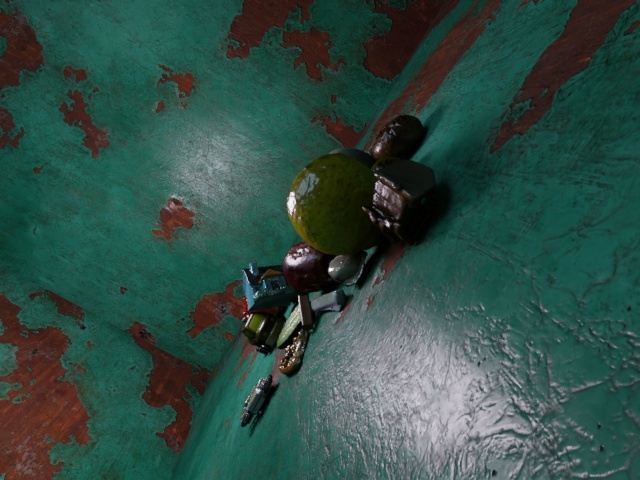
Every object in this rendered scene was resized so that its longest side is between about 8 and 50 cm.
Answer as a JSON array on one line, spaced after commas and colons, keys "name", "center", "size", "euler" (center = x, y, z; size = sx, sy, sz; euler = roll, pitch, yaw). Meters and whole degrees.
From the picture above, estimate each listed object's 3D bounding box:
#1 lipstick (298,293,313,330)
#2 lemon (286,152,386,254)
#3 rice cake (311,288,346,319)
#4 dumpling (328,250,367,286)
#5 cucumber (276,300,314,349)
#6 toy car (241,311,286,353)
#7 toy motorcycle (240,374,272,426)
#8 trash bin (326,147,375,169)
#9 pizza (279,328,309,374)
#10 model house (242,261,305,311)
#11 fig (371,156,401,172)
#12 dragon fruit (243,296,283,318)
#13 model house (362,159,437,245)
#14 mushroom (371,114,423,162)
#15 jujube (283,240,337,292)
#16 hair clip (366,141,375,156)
[{"name": "lipstick", "center": [-0.058, 0.281, 1.755], "size": [0.045, 0.045, 0.145], "euler": [88, 173, -45]}, {"name": "lemon", "center": [0.067, -0.115, 1.528], "size": [0.350, 0.387, 0.350], "euler": [-40, -17, -15]}, {"name": "rice cake", "center": [0.029, 0.235, 1.642], "size": [0.290, 0.051, 0.081], "euler": [139, 126, -65]}, {"name": "dumpling", "center": [0.103, 0.090, 1.545], "size": [0.150, 0.092, 0.176], "euler": [-38, 5, 2]}, {"name": "cucumber", "center": [-0.106, 0.364, 1.865], "size": [0.244, 0.063, 0.115], "euler": [-54, 23, 24]}, {"name": "toy car", "center": [-0.310, 0.448, 2.277], "size": [0.204, 0.198, 0.248], "euler": [-65, 9, -28]}, {"name": "toy motorcycle", "center": [-0.255, 0.631, 1.783], "size": [0.228, 0.074, 0.151], "euler": [-61, 7, -5]}, {"name": "trash bin", "center": [0.102, -0.200, 1.948], "size": [0.280, 0.280, 0.432], "euler": [-48, 17, 51]}, {"name": "pizza", "center": [-0.097, 0.417, 1.700], "size": [0.185, 0.052, 0.195], "euler": [-37, 23, 59]}, {"name": "model house", "center": [-0.242, 0.206, 2.248], "size": [0.226, 0.261, 0.241], "euler": [126, 133, -54]}, {"name": "fig", "center": [0.257, -0.239, 1.662], "size": [0.154, 0.144, 0.166], "euler": [-51, -3, 21]}, {"name": "dragon fruit", "center": [-0.345, 0.381, 2.552], "size": [0.307, 0.227, 0.243], "euler": [-17, 2, 30]}, {"name": "model house", "center": [0.233, -0.093, 1.280], "size": [0.219, 0.199, 0.229], "euler": [-20, -46, -33]}, {"name": "mushroom", "center": [0.319, -0.420, 1.867], "size": [0.253, 0.153, 0.253], "euler": [-43, 15, 15]}, {"name": "jujube", "center": [-0.031, 0.108, 1.851], "size": [0.318, 0.223, 0.223], "euler": [-15, 43, 61]}, {"name": "hair clip", "center": [0.240, -0.397, 2.415], "size": [0.321, 0.091, 0.138], "euler": [-49, 1, 45]}]
